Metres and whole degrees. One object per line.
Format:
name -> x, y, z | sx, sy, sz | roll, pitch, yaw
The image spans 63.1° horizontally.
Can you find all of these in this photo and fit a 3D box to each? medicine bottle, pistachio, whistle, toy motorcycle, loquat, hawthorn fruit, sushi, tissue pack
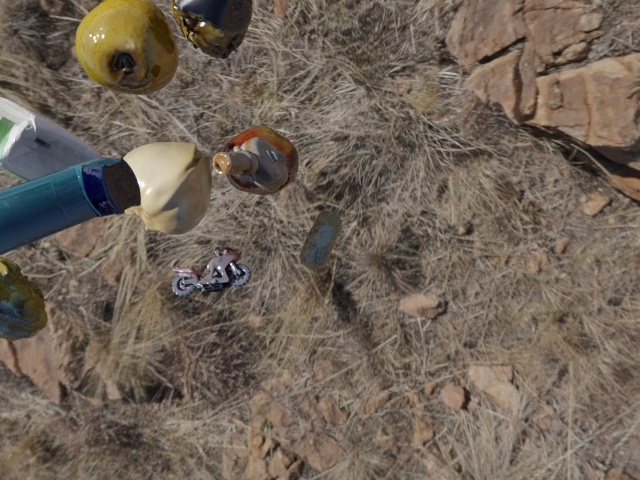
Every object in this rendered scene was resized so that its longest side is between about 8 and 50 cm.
medicine bottle -> -0.384, -0.041, 0.704 | 0.258, 0.124, 0.079 | -28, 117, -33
pistachio -> -0.371, -0.133, 1.267 | 0.238, 0.321, 0.229 | -40, 106, 6
whistle -> -0.120, -0.141, 0.946 | 0.057, 0.220, 0.107 | -30, 85, 23
toy motorcycle -> -0.299, 0.084, 1.419 | 0.212, 0.084, 0.118 | -10, 69, -4
loquat -> -0.534, -0.550, 1.462 | 0.274, 0.275, 0.275 | 1, 106, 5
hawthorn fruit -> -0.158, -0.215, 1.479 | 0.208, 0.248, 0.208 | -16, 120, -31
sushi -> -0.303, -0.619, 1.427 | 0.200, 0.213, 0.204 | 34, 104, 21
tissue pack -> -0.857, -0.273, 1.572 | 0.356, 0.266, 0.194 | 26, 84, 41

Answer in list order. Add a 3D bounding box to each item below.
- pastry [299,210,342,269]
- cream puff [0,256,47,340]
pastry -> 0.000, 0.000, 1.621 | 0.093, 0.192, 0.182 | 23, 77, 2
cream puff -> -0.564, 0.105, 0.938 | 0.146, 0.116, 0.146 | -5, 146, -3
